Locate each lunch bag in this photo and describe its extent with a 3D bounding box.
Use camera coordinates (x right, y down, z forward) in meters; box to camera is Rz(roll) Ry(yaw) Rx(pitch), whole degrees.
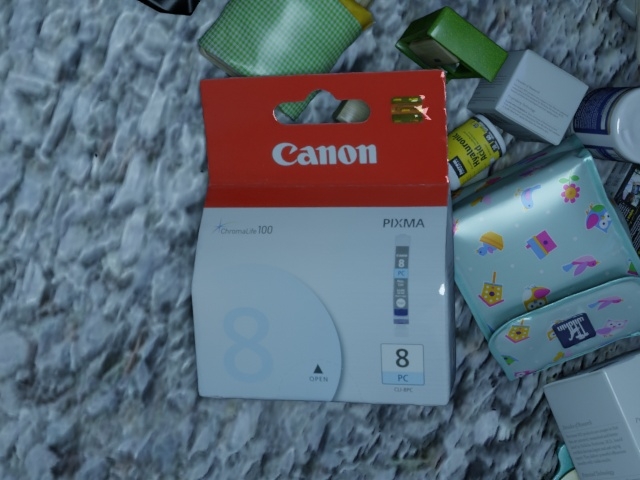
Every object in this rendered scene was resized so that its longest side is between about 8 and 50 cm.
[{"bbox_3d":[0.284,0.035,1.304,0.223,0.160,0.262,-25,102,11],"label":"lunch bag"}]

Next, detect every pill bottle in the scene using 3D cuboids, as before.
[{"bbox_3d":[0.375,-0.148,1.313,0.094,0.169,0.094,-2,98,-12],"label":"pill bottle"},{"bbox_3d":[0.175,-0.105,1.330,0.116,0.065,0.065,-37,103,-5],"label":"pill bottle"}]

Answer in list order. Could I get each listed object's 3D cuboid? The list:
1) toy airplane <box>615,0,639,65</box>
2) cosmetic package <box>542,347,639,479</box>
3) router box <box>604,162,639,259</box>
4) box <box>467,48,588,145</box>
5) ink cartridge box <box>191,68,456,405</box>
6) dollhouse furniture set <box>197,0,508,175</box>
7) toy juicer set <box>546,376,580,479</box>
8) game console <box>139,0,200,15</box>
[{"bbox_3d":[0.461,-0.417,1.277,0.386,0.272,0.384,-37,65,3],"label":"toy airplane"},{"bbox_3d":[0.416,0.239,1.342,0.151,0.151,0.184,-16,80,-24],"label":"cosmetic package"},{"bbox_3d":[0.422,-0.001,1.406,0.133,0.046,0.179,29,91,-14],"label":"router box"},{"bbox_3d":[0.262,-0.182,1.320,0.102,0.101,0.087,27,91,-16],"label":"box"},{"bbox_3d":[0.000,0.000,1.222,0.308,0.091,0.385,0,103,14],"label":"ink cartridge box"},{"bbox_3d":[0.031,-0.226,1.239,0.301,0.151,0.198,34,89,-14],"label":"dollhouse furniture set"},{"bbox_3d":[0.399,0.361,1.426,0.209,0.089,0.329,5,96,-12],"label":"toy juicer set"},{"bbox_3d":[-0.162,-0.461,1.223,0.213,0.044,0.361,31,90,-14],"label":"game console"}]
